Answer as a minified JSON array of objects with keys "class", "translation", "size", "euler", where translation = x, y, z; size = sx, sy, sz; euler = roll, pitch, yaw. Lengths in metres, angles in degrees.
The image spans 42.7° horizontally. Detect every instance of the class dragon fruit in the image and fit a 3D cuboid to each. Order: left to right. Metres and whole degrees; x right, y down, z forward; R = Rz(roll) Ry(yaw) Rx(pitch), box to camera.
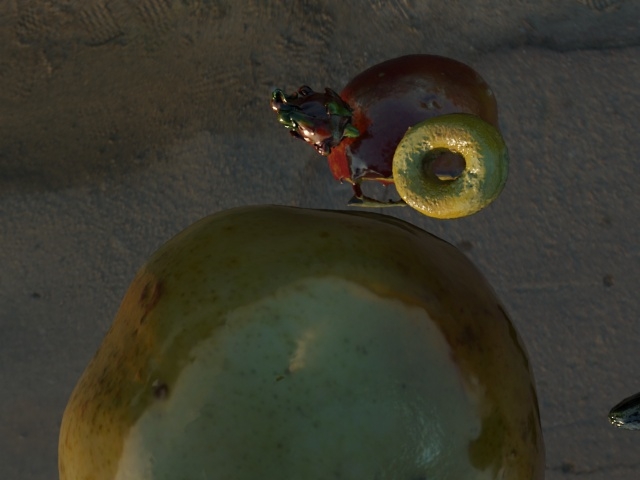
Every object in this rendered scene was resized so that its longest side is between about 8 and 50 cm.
[{"class":"dragon fruit","translation":[-0.022,-0.240,1.617],"size":[0.175,0.138,0.142],"euler":[13,159,-32]}]

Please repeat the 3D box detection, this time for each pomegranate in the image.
[{"class":"pomegranate","translation":[-0.020,0.166,0.716],"size":[0.416,0.417,0.417],"euler":[0,117,-1]}]

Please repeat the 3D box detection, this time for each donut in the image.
[{"class":"donut","translation":[0.189,-0.110,1.223],"size":[0.178,0.065,0.162],"euler":[-20,90,28]}]

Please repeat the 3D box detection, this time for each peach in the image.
[{"class":"peach","translation":[0.207,-0.248,1.803],"size":[0.405,0.335,0.310],"euler":[-4,83,-16]}]

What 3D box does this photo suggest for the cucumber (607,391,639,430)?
[{"class":"cucumber","translation":[0.569,0.220,1.187],"size":[0.303,0.072,0.081],"euler":[-28,120,27]}]
